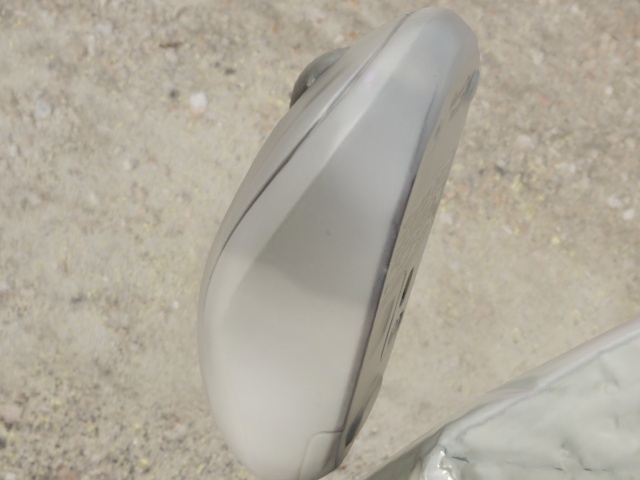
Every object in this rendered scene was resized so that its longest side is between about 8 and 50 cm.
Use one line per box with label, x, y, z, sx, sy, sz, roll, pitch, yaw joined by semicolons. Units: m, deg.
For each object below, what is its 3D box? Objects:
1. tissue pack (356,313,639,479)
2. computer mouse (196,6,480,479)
tissue pack;0.141;0.178;0.553;0.266;0.356;0.193;-21;73;-21
computer mouse;0.000;0.000;0.577;0.121;0.296;0.184;20;30;14
